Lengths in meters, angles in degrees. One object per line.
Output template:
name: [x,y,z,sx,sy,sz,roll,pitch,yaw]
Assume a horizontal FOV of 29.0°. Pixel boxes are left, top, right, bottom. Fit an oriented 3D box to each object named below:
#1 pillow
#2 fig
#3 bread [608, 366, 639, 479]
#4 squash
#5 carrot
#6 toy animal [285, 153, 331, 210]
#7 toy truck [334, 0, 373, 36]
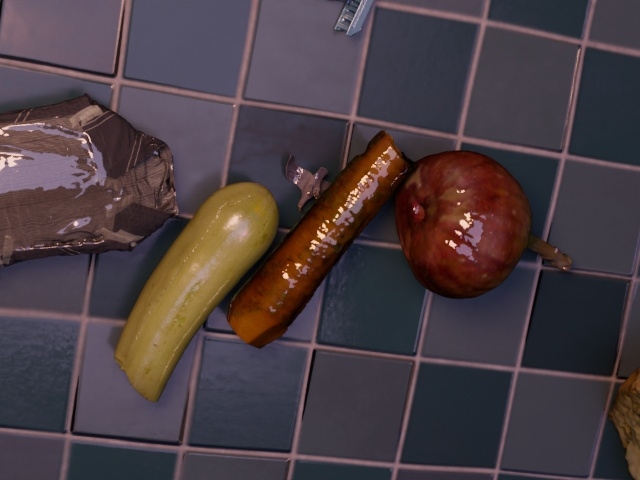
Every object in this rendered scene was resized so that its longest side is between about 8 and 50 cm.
pillow: [-0.303,-0.042,1.188,0.335,0.092,0.161,-15,110,-13]
fig: [0.166,-0.001,1.317,0.143,0.160,0.231,-29,148,13]
bread: [0.474,0.192,1.398,0.252,0.196,0.239,-22,102,-13]
squash: [-0.129,0.047,1.261,0.083,0.083,0.250,34,93,-19]
carrot: [0.000,0.000,1.276,0.070,0.070,0.260,37,97,-19]
toy animal: [-0.008,-0.053,1.299,0.084,0.028,0.050,33,82,-18]
toy truck: [0.027,-0.258,1.259,0.073,0.056,0.090,-28,119,-15]
